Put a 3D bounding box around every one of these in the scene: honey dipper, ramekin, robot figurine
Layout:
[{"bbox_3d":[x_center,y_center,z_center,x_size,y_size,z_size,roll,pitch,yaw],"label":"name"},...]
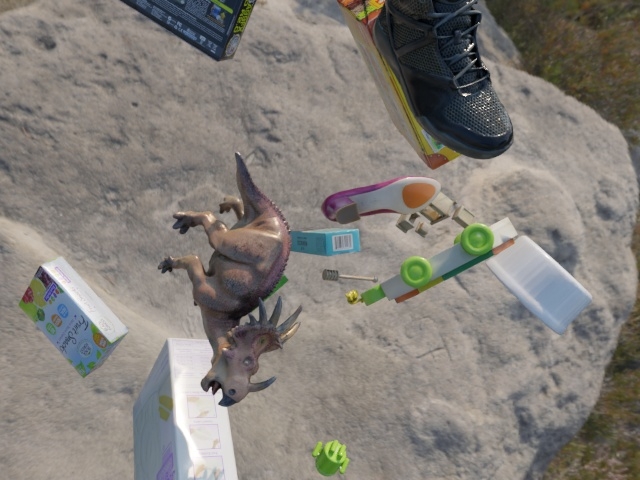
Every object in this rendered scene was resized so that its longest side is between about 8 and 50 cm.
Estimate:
[{"bbox_3d":[0.082,0.096,1.343,0.161,0.030,0.030,6,76,-24],"label":"honey dipper"},{"bbox_3d":[0.604,0.114,1.408,0.277,0.277,0.135,42,105,-2],"label":"ramekin"},{"bbox_3d":[0.027,0.597,1.397,0.101,0.115,0.067,28,31,3],"label":"robot figurine"}]

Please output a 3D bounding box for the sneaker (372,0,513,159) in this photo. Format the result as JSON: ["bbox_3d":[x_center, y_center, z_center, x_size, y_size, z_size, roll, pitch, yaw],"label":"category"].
[{"bbox_3d":[0.135,-0.196,0.534,0.087,0.130,0.227,-21,72,-13],"label":"sneaker"}]

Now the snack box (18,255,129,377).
[{"bbox_3d":[-0.340,0.106,0.699,0.141,0.100,0.037,47,32,3],"label":"snack box"}]

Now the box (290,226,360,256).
[{"bbox_3d":[0.000,0.000,1.363,0.101,0.244,0.060,-7,96,-28],"label":"box"}]

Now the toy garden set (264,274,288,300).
[{"bbox_3d":[-0.190,0.108,1.201,0.204,0.244,0.049,-41,109,-4],"label":"toy garden set"}]

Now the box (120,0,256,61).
[{"bbox_3d":[-0.232,-0.468,0.861,0.270,0.216,0.060,32,29,2],"label":"box"}]

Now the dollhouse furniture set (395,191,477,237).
[{"bbox_3d":[0.307,-0.046,1.418,0.182,0.101,0.160,37,66,-10],"label":"dollhouse furniture set"}]

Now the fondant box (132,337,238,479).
[{"bbox_3d":[-0.236,0.365,0.854,0.096,0.238,0.330,10,40,-31],"label":"fondant box"}]

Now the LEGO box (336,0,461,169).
[{"bbox_3d":[0.272,-0.525,1.559,0.193,0.372,0.500,-29,126,7],"label":"LEGO box"}]

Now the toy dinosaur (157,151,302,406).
[{"bbox_3d":[-0.095,0.044,0.682,0.201,0.127,0.295,23,97,25],"label":"toy dinosaur"}]

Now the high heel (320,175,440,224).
[{"bbox_3d":[0.123,-0.090,1.072,0.244,0.117,0.082,-22,112,-10],"label":"high heel"}]

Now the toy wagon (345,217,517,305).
[{"bbox_3d":[0.214,0.056,1.016,0.345,0.267,0.068,-30,82,10],"label":"toy wagon"}]
